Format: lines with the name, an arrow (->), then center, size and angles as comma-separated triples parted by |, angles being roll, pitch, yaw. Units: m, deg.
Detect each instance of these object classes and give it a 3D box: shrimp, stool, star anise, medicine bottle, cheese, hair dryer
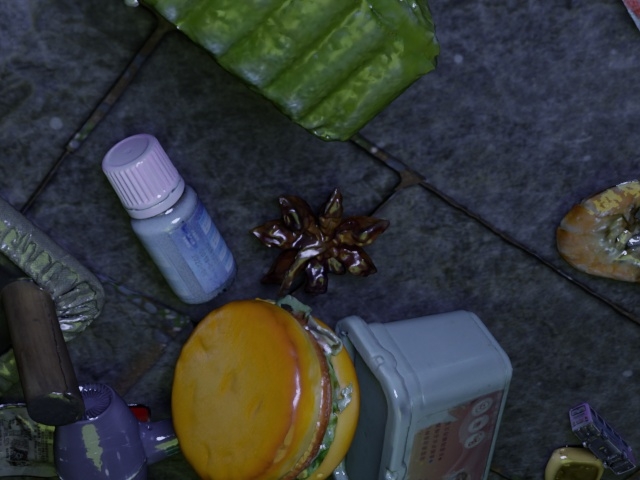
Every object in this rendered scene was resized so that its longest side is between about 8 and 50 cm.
shrimp -> 0.430, 0.003, 1.195 | 0.296, 0.058, 0.169 | 14, 139, -11
stool -> -0.436, 0.115, 1.094 | 0.310, 0.226, 0.310 | -36, 122, 21
star anise -> 0.000, 0.001, 1.159 | 0.168, 0.057, 0.167 | -7, 123, -11
medicine bottle -> -0.166, -0.022, 1.102 | 0.084, 0.083, 0.203 | -19, 130, 9
cheese -> 0.373, 0.376, 1.514 | 0.086, 0.036, 0.162 | 4, 128, -8
hair dryer -> -0.161, 0.293, 1.334 | 0.361, 0.121, 0.301 | -13, 126, -10

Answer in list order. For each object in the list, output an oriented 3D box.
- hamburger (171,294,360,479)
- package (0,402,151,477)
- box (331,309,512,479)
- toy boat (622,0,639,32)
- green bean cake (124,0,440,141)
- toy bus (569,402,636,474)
hamburger -> -0.054, 0.186, 1.198 | 0.246, 0.246, 0.170 | -43, 143, 25
package -> -0.355, 0.280, 1.358 | 0.239, 0.030, 0.154 | 4, 127, -10
box -> 0.126, 0.231, 1.286 | 0.183, 0.175, 0.311 | -13, 131, -19
toy boat -> 0.361, -0.265, 0.998 | 0.122, 0.034, 0.096 | -33, 131, 17
green bean cake -> -0.030, -0.235, 0.840 | 0.250, 0.247, 0.156 | 34, 118, -29
toy bus -> 0.405, 0.286, 1.436 | 0.037, 0.052, 0.131 | -33, 123, 24
